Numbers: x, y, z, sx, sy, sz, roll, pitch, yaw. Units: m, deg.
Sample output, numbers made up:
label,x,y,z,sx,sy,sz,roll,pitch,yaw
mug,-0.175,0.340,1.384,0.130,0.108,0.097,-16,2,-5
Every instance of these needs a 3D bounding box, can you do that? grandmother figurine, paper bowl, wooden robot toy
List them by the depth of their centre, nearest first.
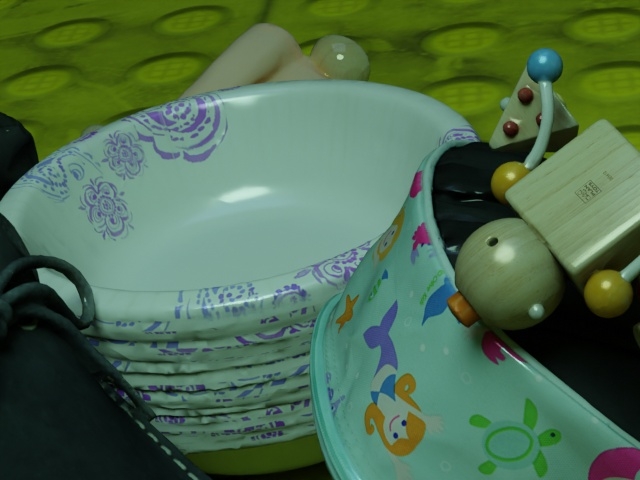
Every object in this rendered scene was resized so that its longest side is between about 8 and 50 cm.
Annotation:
label,x,y,z,sx,sy,sz,roll,pitch,yaw
wooden robot toy,0.082,0.013,0.463,0.079,0.076,0.173,-33,49,-2
paper bowl,-0.039,0.025,0.838,0.284,0.148,0.284,-7,29,4
grandmother figurine,-0.102,-0.065,1.078,0.207,0.104,0.342,-2,25,31

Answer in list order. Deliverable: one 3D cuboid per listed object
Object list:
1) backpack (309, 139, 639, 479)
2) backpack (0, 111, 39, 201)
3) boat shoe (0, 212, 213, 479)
label,x,y,z,sx,sy,sz,roll,pitch,yaw
backpack,0.115,0.081,0.584,0.253,0.191,0.225,31,25,-17
backpack,-0.373,-0.038,0.986,0.290,0.273,0.355,-30,52,-21
boat shoe,-0.176,0.071,0.632,0.500,0.156,0.187,29,19,21
